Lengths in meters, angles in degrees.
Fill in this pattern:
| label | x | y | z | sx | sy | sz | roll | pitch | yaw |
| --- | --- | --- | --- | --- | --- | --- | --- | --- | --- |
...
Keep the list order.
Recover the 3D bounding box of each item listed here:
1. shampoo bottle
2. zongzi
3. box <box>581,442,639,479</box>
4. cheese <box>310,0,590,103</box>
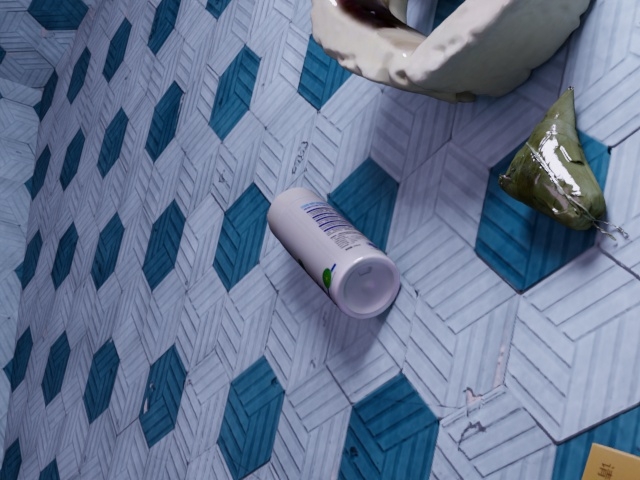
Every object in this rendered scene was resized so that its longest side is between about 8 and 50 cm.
| label | x | y | z | sx | sy | sz | roll | pitch | yaw |
| --- | --- | --- | --- | --- | --- | --- | --- | --- | --- |
| shampoo bottle | 0.000 | 0.000 | 1.242 | 0.303 | 0.092 | 0.092 | 44 | 113 | 56 |
| zongzi | 0.261 | -0.077 | 0.894 | 0.130 | 0.062 | 0.154 | -57 | 38 | 4 |
| box | 0.276 | 0.245 | 0.620 | 0.237 | 0.070 | 0.152 | 8 | 74 | 56 |
| cheese | 0.142 | -0.305 | 1.049 | 0.332 | 0.153 | 0.292 | 46 | 121 | 41 |
